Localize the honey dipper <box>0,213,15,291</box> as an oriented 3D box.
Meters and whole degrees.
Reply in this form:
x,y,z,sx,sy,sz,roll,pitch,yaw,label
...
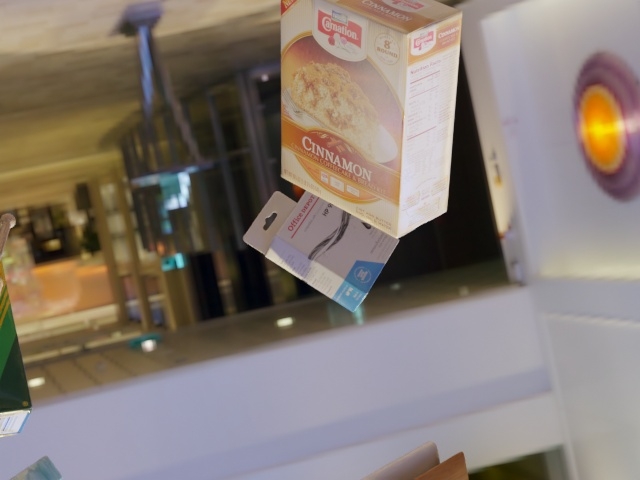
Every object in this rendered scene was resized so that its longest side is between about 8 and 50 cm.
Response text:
x,y,z,sx,sy,sz,roll,pitch,yaw,label
-0.373,0.020,1.461,0.030,0.030,0.160,-12,-144,5,honey dipper

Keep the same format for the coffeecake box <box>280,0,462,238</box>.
x,y,z,sx,sy,sz,roll,pitch,yaw,label
0.038,-0.118,1.056,0.068,0.185,0.142,-28,-137,-36,coffeecake box

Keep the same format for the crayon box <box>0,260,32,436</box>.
x,y,z,sx,sy,sz,roll,pitch,yaw,label
-0.621,0.137,1.793,0.363,0.313,0.106,-4,152,-28,crayon box

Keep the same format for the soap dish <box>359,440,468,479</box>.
x,y,z,sx,sy,sz,roll,pitch,yaw,label
0.043,0.364,1.524,0.229,0.118,0.291,-25,166,-27,soap dish

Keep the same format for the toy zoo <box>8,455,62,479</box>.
x,y,z,sx,sy,sz,roll,pitch,yaw,label
-0.301,0.247,0.878,0.293,0.030,0.192,-36,178,-5,toy zoo

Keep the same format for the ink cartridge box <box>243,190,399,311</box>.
x,y,z,sx,sy,sz,roll,pitch,yaw,label
0.000,0.000,1.698,0.104,0.180,0.060,-57,179,-33,ink cartridge box
